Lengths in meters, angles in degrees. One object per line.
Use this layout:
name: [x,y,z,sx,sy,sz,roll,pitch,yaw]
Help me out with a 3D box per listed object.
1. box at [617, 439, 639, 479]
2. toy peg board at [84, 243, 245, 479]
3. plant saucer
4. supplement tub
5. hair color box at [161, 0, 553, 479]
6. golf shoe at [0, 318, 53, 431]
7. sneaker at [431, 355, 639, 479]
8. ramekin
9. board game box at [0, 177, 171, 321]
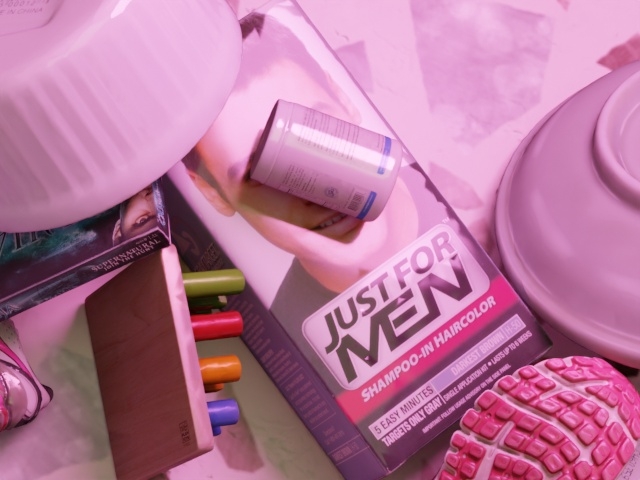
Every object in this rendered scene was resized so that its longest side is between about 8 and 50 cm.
box: [0.267,0.262,1.393,0.181,0.119,0.182,28,71,-5]
toy peg board: [-0.110,0.099,1.330,0.079,0.161,0.161,-5,76,-30]
plant saucer: [0.338,-0.061,1.392,0.400,0.101,0.400,-9,43,8]
supplement tub: [0.005,-0.063,1.323,0.107,0.071,0.071,21,71,-8]
hair color box: [0.000,0.000,1.402,0.185,0.113,0.374,-35,85,-20]
golf shoe: [-0.289,0.075,1.344,0.186,0.067,0.086,55,33,13]
sneaker: [0.131,0.207,1.334,0.299,0.112,0.121,-43,76,2]
ramekin: [-0.212,-0.152,1.299,0.277,0.135,0.277,-16,45,16]
board game box: [-0.208,-0.013,1.302,0.186,0.026,0.126,-25,50,12]
